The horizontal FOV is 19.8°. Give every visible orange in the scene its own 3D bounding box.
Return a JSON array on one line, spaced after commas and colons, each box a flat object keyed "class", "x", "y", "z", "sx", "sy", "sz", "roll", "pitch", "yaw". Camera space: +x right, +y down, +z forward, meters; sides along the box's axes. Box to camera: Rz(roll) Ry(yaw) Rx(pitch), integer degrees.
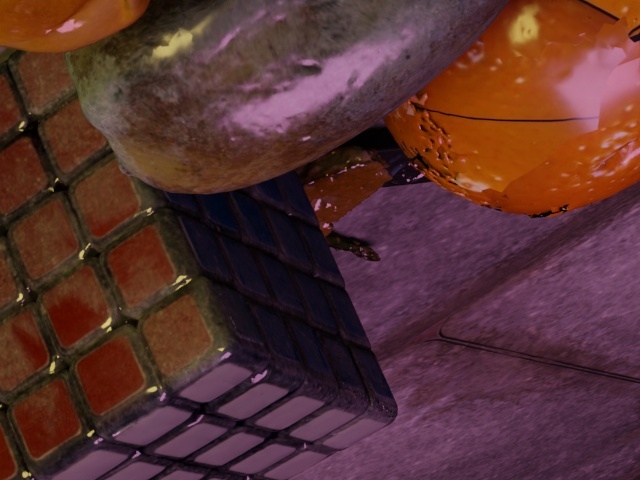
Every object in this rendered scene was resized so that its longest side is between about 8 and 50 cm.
[{"class": "orange", "x": 0.143, "y": -0.121, "z": 1.091, "sx": 0.234, "sy": 0.182, "sz": 0.234, "roll": -15, "pitch": 157, "yaw": -7}]

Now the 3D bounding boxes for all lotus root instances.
[{"class": "lotus root", "x": 0.017, "y": -0.148, "z": 0.934, "sx": 0.322, "sy": 0.158, "sz": 0.140, "roll": -32, "pitch": 175, "yaw": 0}]

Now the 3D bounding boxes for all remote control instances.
[{"class": "remote control", "x": 0.091, "y": -0.064, "z": 1.353, "sx": 0.245, "sy": 0.025, "sz": 0.063, "roll": -7, "pitch": 152, "yaw": -37}]

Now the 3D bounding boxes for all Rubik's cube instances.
[{"class": "Rubik's cube", "x": -0.129, "y": 0.046, "z": 1.095, "sx": 0.238, "sy": 0.237, "sz": 0.237, "roll": -32, "pitch": 155, "yaw": 18}]

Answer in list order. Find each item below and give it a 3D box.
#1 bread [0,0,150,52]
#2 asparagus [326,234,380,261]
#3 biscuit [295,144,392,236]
[{"class": "bread", "x": -0.096, "y": -0.210, "z": 0.682, "sx": 0.132, "sy": 0.166, "sz": 0.294, "roll": 8, "pitch": 149, "yaw": -14}, {"class": "asparagus", "x": 0.000, "y": 0.000, "z": 1.413, "sx": 0.163, "sy": 0.016, "sz": 0.016, "roll": 12, "pitch": 111, "yaw": -55}, {"class": "biscuit", "x": -0.052, "y": -0.006, "z": 1.297, "sx": 0.237, "sy": 0.026, "sz": 0.131, "roll": -22, "pitch": 159, "yaw": 14}]
